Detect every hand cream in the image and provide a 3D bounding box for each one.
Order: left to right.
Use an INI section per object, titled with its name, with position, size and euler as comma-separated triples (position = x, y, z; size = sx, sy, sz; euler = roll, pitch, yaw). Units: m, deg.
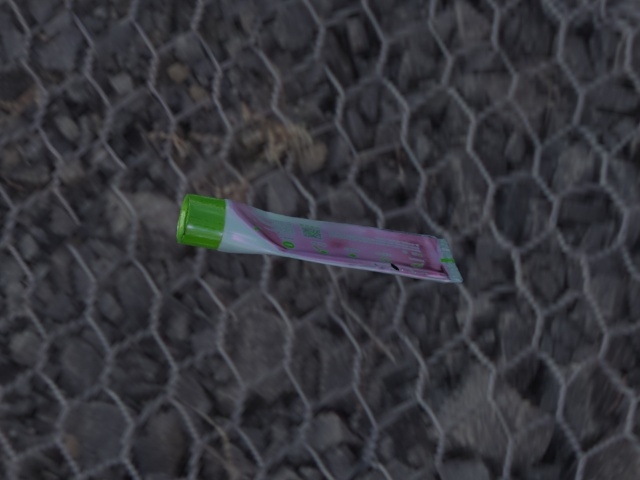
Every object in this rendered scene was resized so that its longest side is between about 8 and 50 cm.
[hand cream]
position = 0.000, -0.001, 1.706
size = 0.275, 0.050, 0.079
euler = 10, 55, -14
